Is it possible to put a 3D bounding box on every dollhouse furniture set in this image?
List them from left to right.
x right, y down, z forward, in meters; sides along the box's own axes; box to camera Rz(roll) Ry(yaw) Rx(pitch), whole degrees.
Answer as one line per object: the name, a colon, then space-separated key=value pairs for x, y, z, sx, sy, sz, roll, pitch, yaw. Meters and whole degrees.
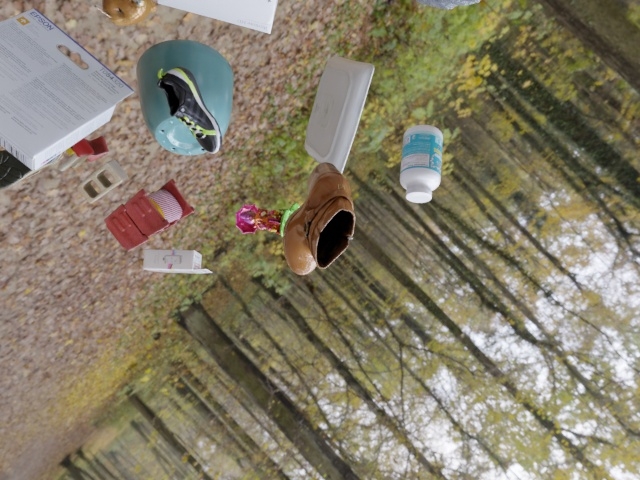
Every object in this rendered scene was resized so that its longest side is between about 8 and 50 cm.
dollhouse furniture set: x=-0.547 y=-0.175 z=1.278 sx=0.152 sy=0.374 sz=0.201 roll=-32 pitch=-168 yaw=13

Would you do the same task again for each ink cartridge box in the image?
ink cartridge box: x=-0.690 y=-0.373 z=1.112 sx=0.071 sy=0.324 sz=0.330 roll=-42 pitch=-170 yaw=49
ink cartridge box: x=-0.457 y=0.069 z=1.501 sx=0.115 sy=0.197 sz=0.067 roll=108 pitch=-16 yaw=-80

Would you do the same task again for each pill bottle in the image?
pill bottle: x=0.367 y=-0.276 z=1.689 sx=0.146 sy=0.146 sz=0.264 roll=132 pitch=-32 yaw=-69

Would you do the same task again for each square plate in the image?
square plate: x=0.036 y=-0.404 z=1.475 sx=0.344 sy=0.049 sz=0.348 roll=-126 pitch=-131 yaw=-58

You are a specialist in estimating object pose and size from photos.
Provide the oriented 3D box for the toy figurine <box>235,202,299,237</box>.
toy figurine: x=-0.150 y=-0.049 z=1.206 sx=0.173 sy=0.159 sz=0.130 roll=26 pitch=74 yaw=-79

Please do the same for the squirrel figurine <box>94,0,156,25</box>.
squirrel figurine: x=-0.708 y=-0.974 z=1.604 sx=0.397 sy=0.370 sz=0.281 roll=-40 pitch=-165 yaw=5

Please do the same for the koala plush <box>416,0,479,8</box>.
koala plush: x=0.135 y=-0.386 z=0.487 sx=0.203 sy=0.196 sz=0.222 roll=-14 pitch=126 yaw=-58

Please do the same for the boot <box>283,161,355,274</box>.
boot: x=0.000 y=0.000 z=0.949 sx=0.220 sy=0.108 sz=0.284 roll=-107 pitch=-144 yaw=-58

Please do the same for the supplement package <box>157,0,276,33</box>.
supplement package: x=-0.214 y=-0.619 z=1.031 sx=0.145 sy=0.261 sz=0.204 roll=119 pitch=-21 yaw=-63

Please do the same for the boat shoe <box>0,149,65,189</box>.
boat shoe: x=-0.980 y=-0.254 z=1.518 sx=0.323 sy=0.123 sz=0.120 roll=-20 pitch=-166 yaw=1

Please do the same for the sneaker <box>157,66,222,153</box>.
sneaker: x=-0.339 y=-0.318 z=1.168 sx=0.084 sy=0.235 sz=0.097 roll=-7 pitch=-152 yaw=39

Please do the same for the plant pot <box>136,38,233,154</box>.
plant pot: x=-0.403 y=-0.403 z=1.394 sx=0.292 sy=0.235 sz=0.293 roll=-7 pitch=156 yaw=-3
